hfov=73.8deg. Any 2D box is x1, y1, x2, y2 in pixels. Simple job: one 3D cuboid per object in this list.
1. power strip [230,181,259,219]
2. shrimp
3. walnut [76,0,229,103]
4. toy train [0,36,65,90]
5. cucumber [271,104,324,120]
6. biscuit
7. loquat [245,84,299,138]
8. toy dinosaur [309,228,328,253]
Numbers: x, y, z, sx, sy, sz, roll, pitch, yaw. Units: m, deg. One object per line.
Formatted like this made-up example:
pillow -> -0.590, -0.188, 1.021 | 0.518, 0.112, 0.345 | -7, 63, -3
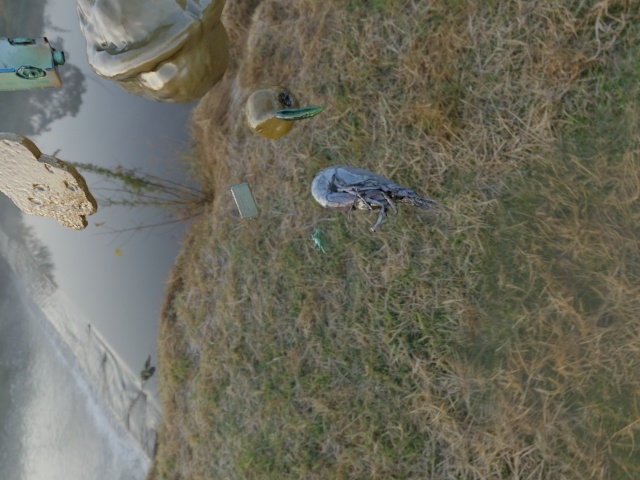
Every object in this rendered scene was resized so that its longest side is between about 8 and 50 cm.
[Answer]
power strip -> -0.302, -0.155, 1.720 | 0.028, 0.076, 0.168 | -114, 8, -55
shrimp -> 0.140, -0.112, 1.100 | 0.343, 0.116, 0.145 | 13, 51, 12
walnut -> -0.397, -0.511, 1.050 | 0.384, 0.384, 0.383 | -7, 79, 43
toy train -> -0.577, -0.325, 0.791 | 0.099, 0.188, 0.072 | 162, 96, -68
cucumber -> -0.067, -0.375, 1.261 | 0.168, 0.039, 0.039 | -3, 82, 18
biscuit -> -0.812, -0.164, 1.261 | 0.270, 0.375, 0.051 | -1, 50, 10
loquat -> -0.177, -0.478, 1.581 | 0.234, 0.187, 0.176 | -36, 66, 50
toy dinosaur -> 0.000, 0.000, 1.325 | 0.062, 0.083, 0.021 | -64, 23, -2
